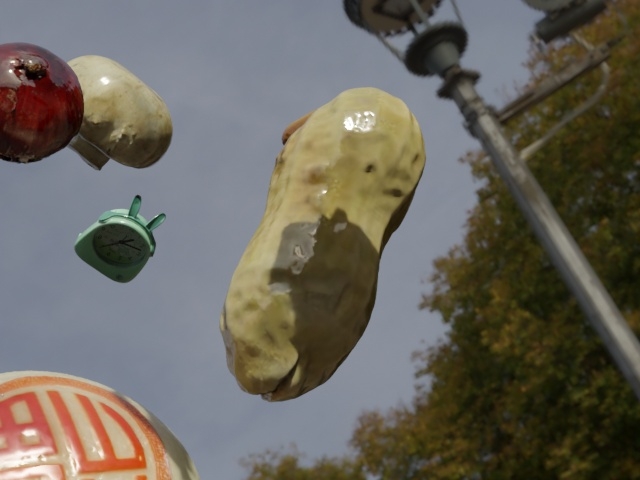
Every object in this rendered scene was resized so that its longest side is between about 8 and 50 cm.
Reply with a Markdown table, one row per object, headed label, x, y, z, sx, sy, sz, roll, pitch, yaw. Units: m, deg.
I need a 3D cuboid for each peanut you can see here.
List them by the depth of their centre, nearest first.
| label | x | y | z | sx | sy | sz | roll | pitch | yaw |
| --- | --- | --- | --- | --- | --- | --- | --- | --- | --- |
| peanut | 0.000 | 0.000 | 0.908 | 0.130 | 0.290 | 0.130 | 18 | -23 | 8 |

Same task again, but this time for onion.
| label | x | y | z | sx | sy | sz | roll | pitch | yaw |
| --- | --- | --- | --- | --- | --- | --- | --- | --- | --- |
| onion | -0.307 | -0.142 | 1.102 | 0.131 | 0.131 | 0.131 | -16 | -35 | -12 |

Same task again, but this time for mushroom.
| label | x | y | z | sx | sy | sz | roll | pitch | yaw |
| --- | --- | --- | --- | --- | --- | --- | --- | --- | --- |
| mushroom | -0.262 | -0.152 | 1.329 | 0.127 | 0.166 | 0.166 | -57 | -38 | -2 |

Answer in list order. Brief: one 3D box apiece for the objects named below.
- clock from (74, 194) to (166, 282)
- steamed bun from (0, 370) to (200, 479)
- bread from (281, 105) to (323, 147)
| label | x | y | z | sx | sy | sz | roll | pitch | yaw |
| --- | --- | --- | --- | --- | --- | --- | --- | --- | --- |
| clock | -0.286 | -0.003 | 1.562 | 0.101 | 0.041 | 0.135 | 38 | -60 | -19 |
| steamed bun | -0.217 | 0.214 | 0.822 | 0.283 | 0.283 | 0.177 | -2 | -45 | -30 |
| bread | 0.041 | -0.115 | 1.248 | 0.136 | 0.154 | 0.054 | -50 | -6 | 27 |
